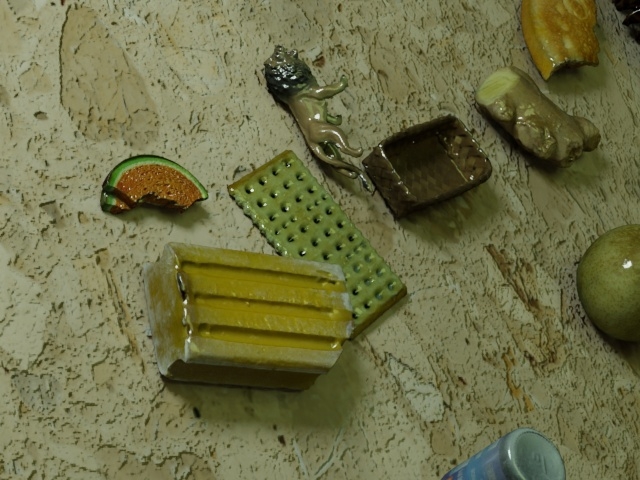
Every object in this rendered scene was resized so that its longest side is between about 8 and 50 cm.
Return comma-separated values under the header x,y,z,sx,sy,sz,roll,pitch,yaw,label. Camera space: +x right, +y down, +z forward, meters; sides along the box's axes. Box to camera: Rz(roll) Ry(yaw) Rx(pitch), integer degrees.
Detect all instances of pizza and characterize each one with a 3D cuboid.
x,y,z,sx,sy,sz,roll,pitch,yaw,label
0.368,-0.336,2.373,0.134,0.056,0.271,21,47,-25,pizza

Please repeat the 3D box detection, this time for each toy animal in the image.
x,y,z,sx,sy,sz,roll,pitch,yaw,label
0.009,-0.150,1.924,0.086,0.069,0.219,-27,73,-26,toy animal

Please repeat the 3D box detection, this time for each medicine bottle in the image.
x,y,z,sx,sy,sz,roll,pitch,yaw,label
0.167,0.273,1.631,0.083,0.203,0.083,20,49,-26,medicine bottle

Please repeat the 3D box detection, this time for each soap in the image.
x,y,z,sx,sy,sz,roll,pitch,yaw,label
-0.070,0.085,1.669,0.232,0.073,0.140,8,59,-36,soap

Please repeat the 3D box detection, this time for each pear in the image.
x,y,z,sx,sy,sz,roll,pitch,yaw,label
0.426,0.058,2.064,0.167,0.136,0.167,18,54,-27,pear

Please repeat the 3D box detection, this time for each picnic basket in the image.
x,y,z,sx,sy,sz,roll,pitch,yaw,label
0.138,-0.094,1.996,0.193,0.055,0.110,-22,74,-46,picnic basket

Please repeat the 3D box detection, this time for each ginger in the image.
x,y,z,sx,sy,sz,roll,pitch,yaw,label
0.315,-0.162,2.189,0.213,0.074,0.137,34,43,-24,ginger

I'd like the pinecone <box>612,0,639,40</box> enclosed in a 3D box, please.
x,y,z,sx,sy,sz,roll,pitch,yaw,label
0.587,-0.409,2.486,0.292,0.246,0.246,49,40,16,pinecone

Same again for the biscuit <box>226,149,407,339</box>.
x,y,z,sx,sy,sz,roll,pitch,yaw,label
0.000,0.000,1.839,0.231,0.016,0.139,50,43,3,biscuit

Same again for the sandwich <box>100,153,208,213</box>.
x,y,z,sx,sy,sz,roll,pitch,yaw,label
-0.187,-0.061,1.714,0.135,0.029,0.067,4,63,-40,sandwich
